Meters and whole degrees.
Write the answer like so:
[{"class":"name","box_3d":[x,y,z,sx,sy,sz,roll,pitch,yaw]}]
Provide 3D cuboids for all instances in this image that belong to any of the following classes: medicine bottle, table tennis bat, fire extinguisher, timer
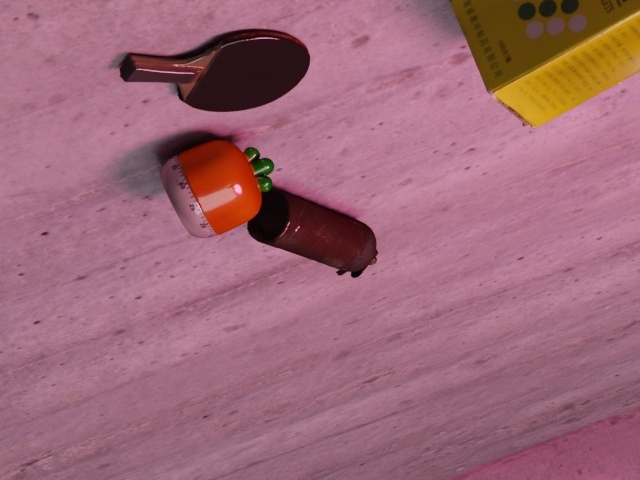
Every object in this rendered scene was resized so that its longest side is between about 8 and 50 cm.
[{"class":"medicine bottle","box_3d":[0.279,-0.247,1.582,0.250,0.137,0.141,-29,155,20]},{"class":"table tennis bat","box_3d":[-0.108,-0.177,1.573,0.220,0.019,0.130,-2,149,-37]},{"class":"fire extinguisher","box_3d":[0.000,0.000,1.954,0.089,0.072,0.267,-40,150,19]},{"class":"timer","box_3d":[-0.112,-0.066,1.712,0.136,0.099,0.136,-28,165,-8]}]
